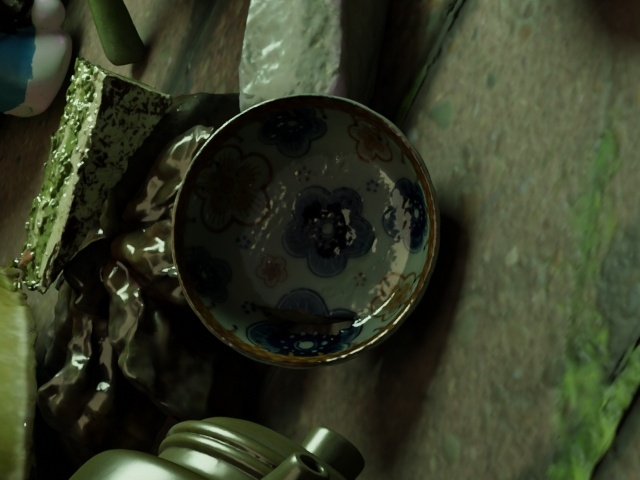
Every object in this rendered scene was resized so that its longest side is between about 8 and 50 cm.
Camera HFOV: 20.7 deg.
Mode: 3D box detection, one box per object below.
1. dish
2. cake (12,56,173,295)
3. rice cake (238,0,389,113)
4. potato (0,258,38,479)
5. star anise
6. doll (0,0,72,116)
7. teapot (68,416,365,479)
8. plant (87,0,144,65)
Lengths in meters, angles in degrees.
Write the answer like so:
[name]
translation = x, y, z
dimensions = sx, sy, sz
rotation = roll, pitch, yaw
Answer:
[dish]
translation = 0.000, 0.000, 0.918
dimensions = 0.141, 0.078, 0.141
rotation = -2, 81, 14
[cake]
translation = -0.143, -0.039, 1.000
dimensions = 0.051, 0.055, 0.140
rotation = 19, 76, 52
[rice cake]
translation = 0.022, -0.243, 0.989
dimensions = 0.070, 0.064, 0.399
rotation = 5, 79, 29
[potato]
translation = -0.380, 0.172, 1.131
dimensions = 0.442, 0.319, 0.385
rotation = -119, 48, -66
[star anise]
translation = -0.099, 0.021, 1.027
dimensions = 0.223, 0.109, 0.236
rotation = -30, 50, 42
[doll]
translation = -0.303, -0.253, 1.349
dimensions = 0.284, 0.240, 0.309
rotation = -5, 70, 31
[teapot]
translation = -0.041, 0.167, 0.826
dimensions = 0.175, 0.186, 0.267
rotation = -50, -7, -24
[plant]
translation = -0.180, -0.297, 1.161
dimensions = 0.261, 0.306, 0.297
rotation = 48, 150, 23
